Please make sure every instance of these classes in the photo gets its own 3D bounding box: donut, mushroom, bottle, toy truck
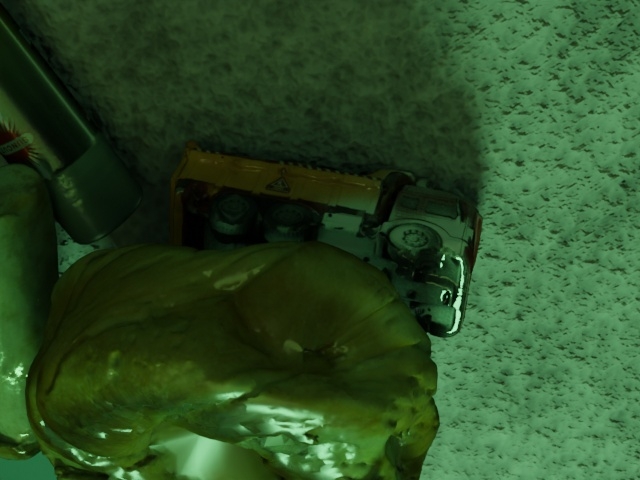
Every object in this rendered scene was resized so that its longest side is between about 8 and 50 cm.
[{"bbox_3d":[-0.067,0.133,1.195,0.360,0.170,0.360,10,145,7],"label":"donut"},{"bbox_3d":[-0.274,0.072,1.297,0.081,0.100,0.312,22,134,23],"label":"mushroom"},{"bbox_3d":[-0.263,-0.125,1.248,0.082,0.082,0.286,-26,115,22],"label":"bottle"},{"bbox_3d":[0.000,0.000,1.263,0.270,0.135,0.114,10,125,7],"label":"toy truck"}]

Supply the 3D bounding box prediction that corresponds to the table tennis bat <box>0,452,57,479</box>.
[{"bbox_3d":[-0.330,0.285,1.543,0.153,0.040,0.244,12,119,5],"label":"table tennis bat"}]
